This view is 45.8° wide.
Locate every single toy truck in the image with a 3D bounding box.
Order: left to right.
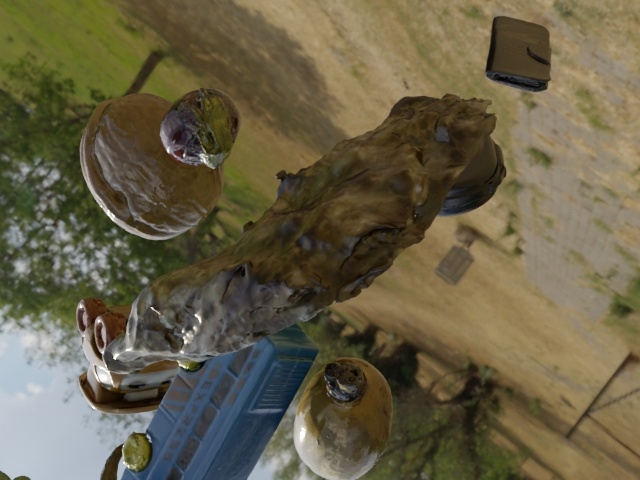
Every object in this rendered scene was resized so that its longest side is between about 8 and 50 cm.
[{"bbox_3d":[-0.374,0.218,1.526,0.204,0.212,0.288,-4,-168,-35],"label":"toy truck"},{"bbox_3d":[-0.168,0.279,1.180,0.162,0.385,0.161,35,-171,34],"label":"toy truck"}]

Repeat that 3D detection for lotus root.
[{"bbox_3d":[0.040,0.286,1.273,0.182,0.182,0.310,37,148,26],"label":"lotus root"}]

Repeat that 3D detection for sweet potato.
[{"bbox_3d":[-0.373,0.425,1.342,0.041,0.153,0.038,-3,133,13],"label":"sweet potato"}]

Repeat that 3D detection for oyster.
[{"bbox_3d":[-0.001,-0.009,0.598,0.111,0.396,0.204,54,167,-6],"label":"oyster"}]

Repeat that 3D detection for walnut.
[{"bbox_3d":[-0.365,-0.166,1.643,0.333,0.333,0.333,38,178,2],"label":"walnut"}]

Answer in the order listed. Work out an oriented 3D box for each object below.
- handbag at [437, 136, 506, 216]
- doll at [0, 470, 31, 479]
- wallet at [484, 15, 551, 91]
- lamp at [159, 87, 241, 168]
[{"bbox_3d":[0.302,-0.170,1.780,0.308,0.253,0.093,-84,-16,-51],"label":"handbag"},{"bbox_3d":[-0.356,0.242,0.722,0.078,0.115,0.150,60,-172,24],"label":"doll"},{"bbox_3d":[0.252,-0.239,0.960,0.082,0.157,0.018,14,134,7],"label":"wallet"},{"bbox_3d":[-0.212,-0.197,1.383,0.135,0.156,0.157,53,-161,13],"label":"lamp"}]
